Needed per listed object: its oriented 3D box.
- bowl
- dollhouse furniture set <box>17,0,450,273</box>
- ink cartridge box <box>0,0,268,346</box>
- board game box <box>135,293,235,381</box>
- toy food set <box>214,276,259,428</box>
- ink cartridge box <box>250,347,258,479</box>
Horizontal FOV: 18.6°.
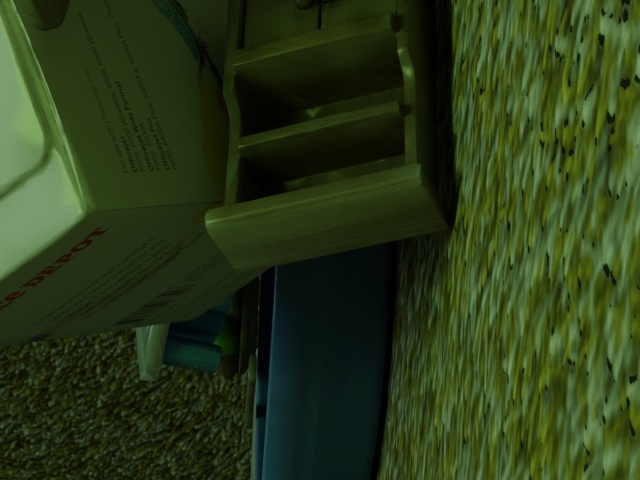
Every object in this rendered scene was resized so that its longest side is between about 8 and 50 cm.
[{"bbox_3d":[0.000,0.000,1.358,0.391,0.077,0.391,-178,90,-87],"label":"bowl"},{"bbox_3d":[-0.031,-0.124,0.877,0.242,0.212,0.161,56,-152,-48],"label":"dollhouse furniture set"},{"bbox_3d":[-0.122,-0.055,1.038,0.171,0.233,0.168,-33,74,35],"label":"ink cartridge box"},{"bbox_3d":[-0.069,-0.142,1.335,0.390,0.050,0.390,-112,33,-74],"label":"board game box"},{"bbox_3d":[-0.067,0.040,1.503,0.132,0.038,0.192,98,174,-62],"label":"toy food set"},{"bbox_3d":[-0.011,0.209,1.886,0.225,0.056,0.181,-161,73,-68],"label":"ink cartridge box"}]
